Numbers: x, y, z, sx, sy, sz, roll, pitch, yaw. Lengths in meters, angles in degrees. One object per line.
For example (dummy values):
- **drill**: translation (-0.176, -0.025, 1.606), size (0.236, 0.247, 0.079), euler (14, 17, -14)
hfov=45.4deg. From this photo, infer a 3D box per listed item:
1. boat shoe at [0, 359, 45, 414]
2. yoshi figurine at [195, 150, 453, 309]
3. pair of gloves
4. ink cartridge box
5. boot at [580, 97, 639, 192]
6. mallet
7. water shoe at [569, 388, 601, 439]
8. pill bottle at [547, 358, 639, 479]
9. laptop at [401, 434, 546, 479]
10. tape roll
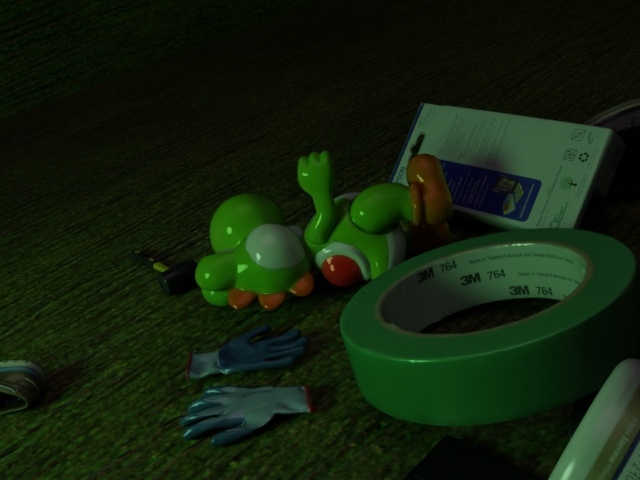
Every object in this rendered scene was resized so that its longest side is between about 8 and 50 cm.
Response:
- **boat shoe**: translation (-0.446, 0.195, 0.964), size (0.183, 0.066, 0.066), euler (-12, 29, 1)
- **yoshi figurine**: translation (-0.009, -0.026, 1.089), size (0.362, 0.204, 0.203), euler (-17, 12, -4)
- **pair of gloves**: translation (-0.087, 0.168, 0.918), size (0.159, 0.023, 0.198), euler (-11, 29, -1)
- **ink cartridge box**: translation (0.263, -0.105, 1.142), size (0.332, 0.065, 0.165), euler (21, 87, 43)
- **boot**: translation (0.546, -0.095, 1.040), size (0.377, 0.138, 0.284), euler (-6, 28, 1)
- **mallet**: translation (-0.262, 0.045, 1.207), size (0.062, 0.039, 0.189), euler (-30, 28, -36)
- **water shoe**: translation (0.280, 0.189, 0.700), size (0.080, 0.073, 0.203), euler (34, 27, 3)
- **pill bottle**: translation (0.287, 0.205, 0.499), size (0.264, 0.153, 0.153), euler (31, 46, 25)
- **laptop**: translation (0.110, 0.231, 0.598), size (0.234, 0.137, 0.264), euler (17, 40, 42)
- **tape roll**: translation (0.184, 0.081, 0.841), size (0.321, 0.077, 0.321), euler (-15, 16, 5)
